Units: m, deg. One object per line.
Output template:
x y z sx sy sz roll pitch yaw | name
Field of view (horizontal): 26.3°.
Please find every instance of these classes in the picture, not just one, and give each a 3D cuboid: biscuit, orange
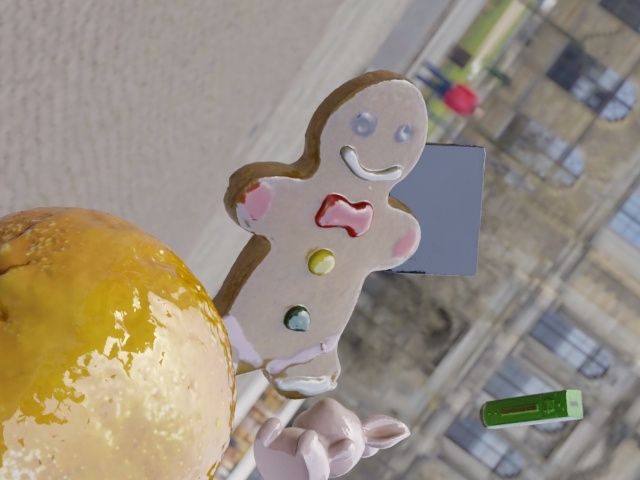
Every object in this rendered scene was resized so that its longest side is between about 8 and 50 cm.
0.001 0.001 1.621 0.432 0.283 0.064 -61 -140 15 | biscuit
-0.248 0.124 1.235 0.341 0.340 0.293 -52 138 -32 | orange

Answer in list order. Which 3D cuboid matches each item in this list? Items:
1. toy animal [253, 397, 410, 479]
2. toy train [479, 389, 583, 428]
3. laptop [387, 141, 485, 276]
0.011 0.255 1.778 0.212 0.124 0.124 -22 154 -49 | toy animal
0.312 0.264 2.131 0.209 0.042 0.044 -17 -111 47 | toy train
0.158 -0.044 1.908 0.016 0.135 0.197 -78 171 -67 | laptop
